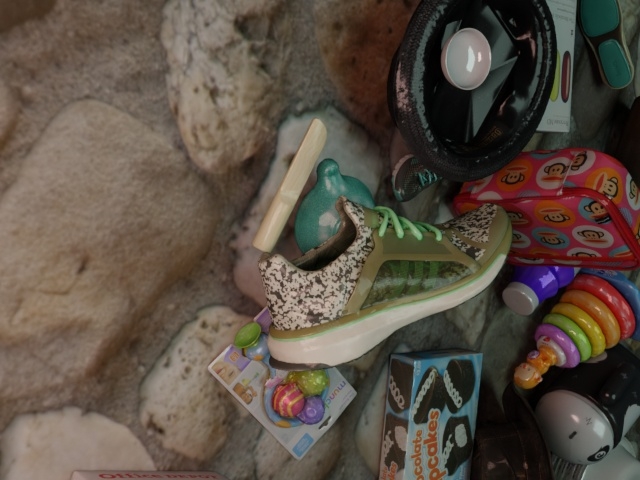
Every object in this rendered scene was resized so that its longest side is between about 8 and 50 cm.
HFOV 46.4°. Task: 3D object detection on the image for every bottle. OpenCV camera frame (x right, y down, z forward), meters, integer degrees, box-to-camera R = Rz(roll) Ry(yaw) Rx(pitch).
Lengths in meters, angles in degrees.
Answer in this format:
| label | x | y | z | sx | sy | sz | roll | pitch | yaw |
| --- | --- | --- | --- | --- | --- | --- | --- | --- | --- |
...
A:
| label | x | y | z | sx | sy | sz | roll | pitch | yaw |
| --- | --- | --- | --- | --- | --- | --- | --- | --- | --- |
| bottle | 0.455 | 0.031 | 1.460 | 0.283 | 0.092 | 0.118 | -44 | 121 | -29 |

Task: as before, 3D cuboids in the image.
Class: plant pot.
| label | x | y | z | sx | sy | sz | roll | pitch | yaw |
| --- | --- | --- | --- | --- | --- | --- | --- | --- | --- |
| plant pot | 0.727 | -0.163 | 1.627 | 0.215 | 0.215 | 0.230 | 33 | 88 | -39 |

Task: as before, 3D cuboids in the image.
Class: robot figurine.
| label | x | y | z | sx | sy | sz | roll | pitch | yaw |
| --- | --- | --- | --- | --- | --- | --- | --- | --- | --- |
| robot figurine | 0.565 | 0.335 | 1.539 | 0.278 | 0.173 | 0.209 | -36 | 119 | -31 |

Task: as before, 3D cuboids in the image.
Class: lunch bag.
| label | x | y | z | sx | sy | sz | roll | pitch | yaw |
| --- | --- | --- | --- | --- | --- | --- | --- | --- | --- |
| lunch bag | 0.399 | -0.038 | 1.269 | 0.258 | 0.293 | 0.120 | 42 | 63 | -36 |

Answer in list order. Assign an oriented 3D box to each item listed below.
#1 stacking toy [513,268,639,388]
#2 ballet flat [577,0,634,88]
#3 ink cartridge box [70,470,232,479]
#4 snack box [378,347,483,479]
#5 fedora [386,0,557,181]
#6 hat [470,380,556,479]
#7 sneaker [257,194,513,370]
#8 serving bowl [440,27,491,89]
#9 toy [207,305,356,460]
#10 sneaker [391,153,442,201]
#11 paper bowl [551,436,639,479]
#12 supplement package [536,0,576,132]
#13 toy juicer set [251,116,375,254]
| label | x | y | z | sx | sy | sz | roll | pitch | yaw |
| --- | --- | --- | --- | --- | --- | --- | --- | --- | --- |
| stacking toy | 0.496 | 0.195 | 1.501 | 0.302 | 0.175 | 0.166 | -35 | 118 | -18 |
| ballet flat | 0.588 | -0.433 | 1.543 | 0.086 | 0.086 | 0.248 | -43 | 123 | -30 |
| ink cartridge box | -0.129 | 0.360 | 0.832 | 0.226 | 0.306 | 0.131 | 17 | 83 | -42 |
| snack box | 0.186 | 0.351 | 1.280 | 0.187 | 0.060 | 0.322 | 3 | 94 | -42 |
| fedora | 0.207 | -0.260 | 1.150 | 0.334 | 0.152 | 0.334 | -7 | 104 | -31 |
| hat | 0.330 | 0.429 | 1.348 | 0.134 | 0.331 | 0.331 | -12 | 107 | 0 |
| sneaker | 0.091 | 0.014 | 0.994 | 0.410 | 0.158 | 0.182 | -27 | 109 | -25 |
| serving bowl | 0.197 | -0.251 | 1.037 | 0.083 | 0.027 | 0.083 | -7 | 104 | -31 |
| toy | -0.037 | 0.207 | 1.057 | 0.137 | 0.056 | 0.237 | -46 | 121 | -15 |
| sneaker | 0.181 | -0.120 | 1.205 | 0.166 | 0.076 | 0.065 | -45 | 121 | -29 |
| paper bowl | 0.612 | 0.561 | 1.633 | 0.284 | 0.148 | 0.284 | -7 | 101 | -40 |
| supplement package | 0.344 | -0.309 | 1.290 | 0.139 | 0.134 | 0.244 | -5 | 99 | -41 |
| toy juicer set | 0.000 | 0.000 | 1.065 | 0.209 | 0.089 | 0.329 | -47 | 129 | -6 |
